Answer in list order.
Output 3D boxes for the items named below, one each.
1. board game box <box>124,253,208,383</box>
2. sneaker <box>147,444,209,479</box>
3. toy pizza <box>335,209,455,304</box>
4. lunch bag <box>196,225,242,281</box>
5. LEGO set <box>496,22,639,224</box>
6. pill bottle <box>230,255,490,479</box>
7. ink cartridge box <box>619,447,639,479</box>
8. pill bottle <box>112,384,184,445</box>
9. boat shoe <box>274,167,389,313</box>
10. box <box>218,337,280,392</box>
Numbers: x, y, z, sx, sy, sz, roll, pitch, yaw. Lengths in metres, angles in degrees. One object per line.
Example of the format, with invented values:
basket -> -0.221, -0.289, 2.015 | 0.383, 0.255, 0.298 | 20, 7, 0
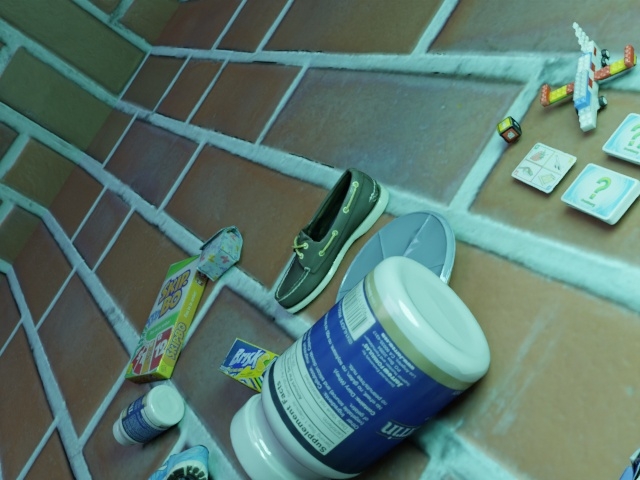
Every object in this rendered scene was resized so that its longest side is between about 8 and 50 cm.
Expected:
board game box -> -0.267, 0.130, 1.508 | 0.124, 0.039, 0.259 | -18, 43, 49
sneaker -> -0.209, 0.343, 1.182 | 0.162, 0.063, 0.073 | -37, 16, 25
toy pizza -> 0.093, 0.054, 1.017 | 0.201, 0.032, 0.201 | -39, 31, 30
lunch bag -> -0.176, 0.017, 1.461 | 0.071, 0.053, 0.083 | -39, 24, 28
LEGO set -> 0.280, -0.134, 0.892 | 0.182, 0.060, 0.244 | -51, 28, 3
pill bottle -> 0.034, 0.152, 0.877 | 0.265, 0.153, 0.153 | -44, 30, 22
ink cartridge box -> 0.268, 0.206, 0.380 | 0.270, 0.151, 0.395 | -53, 35, -12
pill bottle -> -0.276, 0.281, 1.323 | 0.120, 0.067, 0.067 | -36, 34, 33
boat shoe -> 0.000, 0.000, 1.179 | 0.227, 0.069, 0.081 | -53, 28, 7
box -> -0.070, 0.179, 1.113 | 0.169, 0.059, 0.054 | 8, 65, 59
